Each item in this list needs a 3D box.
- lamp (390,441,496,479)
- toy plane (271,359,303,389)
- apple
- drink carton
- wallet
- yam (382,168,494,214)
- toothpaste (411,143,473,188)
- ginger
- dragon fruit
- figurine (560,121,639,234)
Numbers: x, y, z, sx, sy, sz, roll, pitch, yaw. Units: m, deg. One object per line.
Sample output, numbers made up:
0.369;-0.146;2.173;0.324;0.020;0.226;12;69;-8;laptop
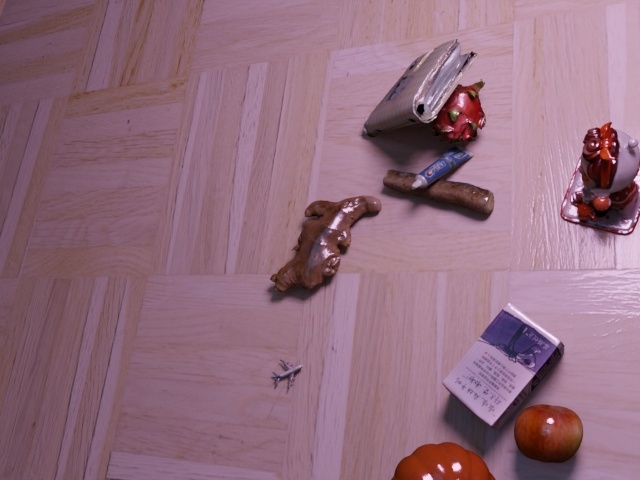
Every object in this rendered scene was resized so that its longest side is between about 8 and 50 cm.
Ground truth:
0.235;0.500;1.263;0.223;0.196;0.223;1;87;-10;lamp
-0.077;0.317;1.581;0.084;0.024;0.078;-23;61;8;toy plane
0.436;0.370;1.264;0.126;0.126;0.102;2;87;26;apple
0.374;0.260;1.351;0.134;0.102;0.222;40;89;30;drink carton
0.226;-0.359;1.587;0.223;0.077;0.309;-59;17;-6;wallet
0.279;-0.120;1.573;0.274;0.061;0.061;17;78;30;yam
0.283;-0.173;1.564;0.197;0.035;0.057;-36;56;-27;toothpaste
-0.001;0.002;1.641;0.166;0.080;0.333;32;88;20;ginger
0.331;-0.331;1.598;0.137;0.135;0.236;3;48;16;dragon fruit
0.583;-0.146;1.343;0.160;0.226;0.183;18;78;28;figurine
